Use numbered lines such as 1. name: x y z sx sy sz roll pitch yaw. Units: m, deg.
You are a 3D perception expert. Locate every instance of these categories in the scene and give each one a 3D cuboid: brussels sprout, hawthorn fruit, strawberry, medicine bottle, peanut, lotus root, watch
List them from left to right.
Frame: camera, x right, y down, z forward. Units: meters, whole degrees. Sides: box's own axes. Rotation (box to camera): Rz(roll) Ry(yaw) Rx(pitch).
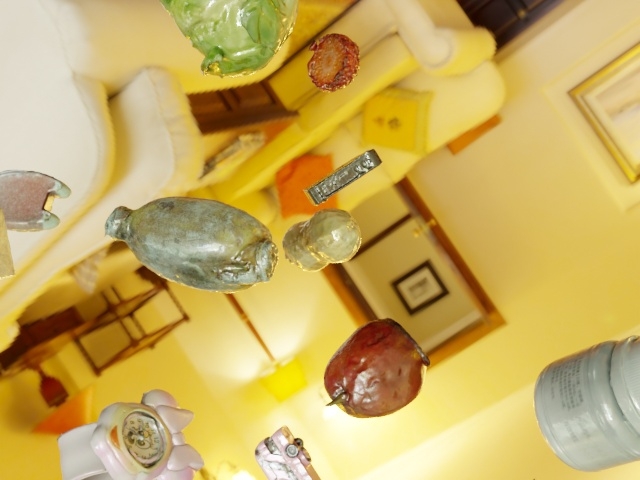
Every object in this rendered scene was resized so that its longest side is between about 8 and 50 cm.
1. watch: -0.402 0.427 1.783 0.217 0.211 0.248 -33 149 33
2. lotus root: -0.237 0.001 1.658 0.175 0.349 0.175 15 90 -74
3. brussels sprout: -0.172 -0.466 1.714 0.294 0.259 0.227 -51 -174 6
4. peanut: 0.000 0.000 1.961 0.130 0.130 0.290 -31 -175 -30
5. strawberry: 0.036 -0.414 2.061 0.145 0.145 0.086 -36 148 25
6. hawthorn fruit: 0.101 0.269 1.726 0.251 0.189 0.189 -38 180 -43
7. medicine bottle: 0.616 0.321 1.773 0.306 0.245 0.245 -33 178 43

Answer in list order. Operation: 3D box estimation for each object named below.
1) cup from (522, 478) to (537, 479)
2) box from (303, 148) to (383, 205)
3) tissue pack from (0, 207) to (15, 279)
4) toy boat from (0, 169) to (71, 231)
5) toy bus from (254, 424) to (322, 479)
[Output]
1. cup: 0.497 0.741 2.188 0.279 0.196 0.196 -40 176 -3
2. box: 0.057 -0.171 2.400 0.211 0.058 0.350 -32 -176 0
3. tissue pack: -0.683 0.019 1.558 0.209 0.148 0.156 -10 -179 4
4. toy boat: -0.707 -0.087 2.091 0.227 0.155 0.085 7 157 11
5. toy bus: -0.040 0.447 1.627 0.090 0.203 0.063 -34 174 9
